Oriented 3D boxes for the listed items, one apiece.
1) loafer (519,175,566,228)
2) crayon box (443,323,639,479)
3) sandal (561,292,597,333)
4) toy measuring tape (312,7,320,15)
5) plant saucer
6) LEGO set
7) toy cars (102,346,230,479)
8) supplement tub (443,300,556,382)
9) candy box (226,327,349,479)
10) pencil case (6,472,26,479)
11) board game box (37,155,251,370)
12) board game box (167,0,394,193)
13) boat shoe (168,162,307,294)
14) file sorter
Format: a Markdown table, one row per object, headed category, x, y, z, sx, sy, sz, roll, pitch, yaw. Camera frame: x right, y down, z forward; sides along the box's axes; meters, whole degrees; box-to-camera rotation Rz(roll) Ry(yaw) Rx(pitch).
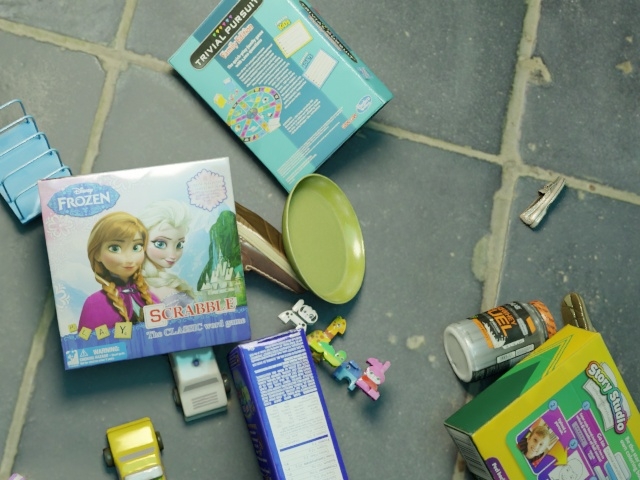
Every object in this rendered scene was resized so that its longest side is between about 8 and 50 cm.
| category | x | y | z | sx | sy | sz | roll | pitch | yaw |
| --- | --- | --- | --- | --- | --- | --- | --- | --- | --- |
| loafer | 0.442 | -0.083 | 2.009 | 0.039 | 0.045 | 0.125 | 35 | 76 | 3 |
| crayon box | 0.441 | 0.391 | 1.836 | 0.313 | 0.106 | 0.363 | -34 | 106 | -18 |
| sandal | 0.511 | 0.190 | 1.965 | 0.049 | 0.072 | 0.180 | 5 | 73 | -34 |
| toy measuring tape | -0.099 | -0.426 | 1.912 | 0.330 | 0.121 | 0.121 | 37 | 74 | 1 |
| plant saucer | 0.000 | 0.000 | 1.833 | 0.241 | 0.037 | 0.241 | 28 | 54 | -48 |
| LEGO set | 0.033 | 0.188 | 1.842 | 0.227 | 0.087 | 0.093 | 40 | 70 | 4 |
| toy cars | -0.261 | 0.308 | 1.746 | 0.176 | 0.087 | 0.394 | 26 | 75 | -7 |
| supplement tub | 0.337 | 0.184 | 1.893 | 0.190 | 0.117 | 0.117 | -19 | 84 | -16 |
| candy box | -0.053 | 0.320 | 1.698 | 0.122 | 0.268 | 0.317 | -15 | 84 | -12 |
| pencil case | -0.460 | 0.473 | 1.666 | 0.206 | 0.086 | 0.088 | 38 | 39 | -2 |
| board game box | -0.292 | 0.034 | 1.698 | 0.318 | 0.066 | 0.318 | -9 | 97 | -13 |
| board game box | -0.073 | -0.295 | 1.838 | 0.254 | 0.079 | 0.336 | -42 | 91 | 24 |
| boat shoe | -0.167 | 0.005 | 1.827 | 0.342 | 0.123 | 0.123 | 36 | 104 | -15 |
| file sorter | -0.516 | -0.140 | 1.747 | 0.118 | 0.104 | 0.170 | -34 | 74 | -17 |
